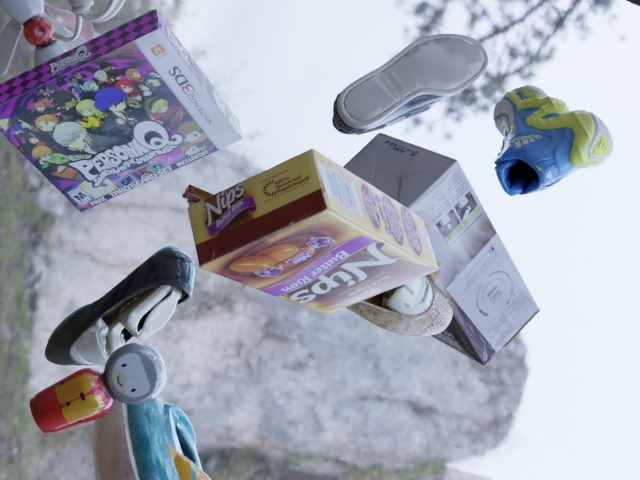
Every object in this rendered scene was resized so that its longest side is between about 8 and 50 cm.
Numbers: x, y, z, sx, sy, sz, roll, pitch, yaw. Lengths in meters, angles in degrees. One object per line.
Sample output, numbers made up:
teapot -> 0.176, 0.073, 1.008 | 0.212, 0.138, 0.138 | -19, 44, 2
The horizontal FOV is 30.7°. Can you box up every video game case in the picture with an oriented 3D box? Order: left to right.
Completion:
video game case -> -0.240, -0.145, 1.366 | 0.232, 0.210, 0.041 | -23, -129, 11

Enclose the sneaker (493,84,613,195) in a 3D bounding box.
sneaker -> 0.245, -0.121, 1.421 | 0.126, 0.091, 0.240 | -32, -161, -11

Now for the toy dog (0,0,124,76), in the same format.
toy dog -> -0.409, -0.273, 1.831 | 0.161, 0.220, 0.333 | -148, -126, -76

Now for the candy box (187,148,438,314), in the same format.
candy box -> 0.000, 0.000, 0.872 | 0.109, 0.187, 0.053 | -24, -113, 23

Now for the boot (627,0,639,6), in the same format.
boot -> 0.283, -0.321, 1.362 | 0.207, 0.248, 0.090 | -43, 171, -36

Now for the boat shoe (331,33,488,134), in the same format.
boat shoe -> 0.100, -0.179, 1.346 | 0.075, 0.206, 0.065 | 60, -22, 6

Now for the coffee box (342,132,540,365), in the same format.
coffee box -> 0.127, 0.011, 1.309 | 0.098, 0.246, 0.141 | -44, -144, -13

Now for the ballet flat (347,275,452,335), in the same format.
ballet flat -> 0.051, 0.040, 1.144 | 0.067, 0.206, 0.073 | -38, -142, 58

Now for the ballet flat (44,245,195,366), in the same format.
ballet flat -> -0.292, 0.118, 1.681 | 0.280, 0.095, 0.096 | -40, -133, 17

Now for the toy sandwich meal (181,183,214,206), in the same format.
toy sandwich meal -> -0.139, -0.051, 1.527 | 0.085, 0.086, 0.029 | -162, -95, -75

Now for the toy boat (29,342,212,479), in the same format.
toy boat -> -0.198, 0.244, 1.335 | 0.267, 0.148, 0.318 | -114, 180, -46
